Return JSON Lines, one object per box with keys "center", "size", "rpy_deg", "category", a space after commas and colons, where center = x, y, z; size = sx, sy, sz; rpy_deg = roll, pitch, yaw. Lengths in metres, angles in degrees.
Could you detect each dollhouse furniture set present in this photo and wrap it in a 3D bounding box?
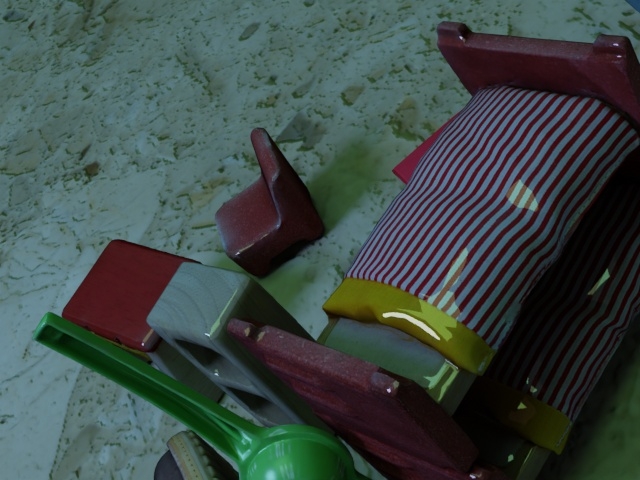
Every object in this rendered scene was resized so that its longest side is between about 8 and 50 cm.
{"center": [0.000, 0.000, 0.696], "size": [0.374, 0.152, 0.201], "rpy_deg": [13, 63, 47], "category": "dollhouse furniture set"}

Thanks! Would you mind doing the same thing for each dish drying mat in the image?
{"center": [0.085, -0.064, 0.802], "size": [0.083, 0.008, 0.032], "rpy_deg": [-40, 39, 1], "category": "dish drying mat"}

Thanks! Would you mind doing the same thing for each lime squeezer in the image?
{"center": [-0.006, 0.142, 0.582], "size": [0.110, 0.310, 0.059], "rpy_deg": [-28, -21, -45], "category": "lime squeezer"}

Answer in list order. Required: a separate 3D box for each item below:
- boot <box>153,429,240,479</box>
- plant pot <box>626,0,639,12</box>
{"center": [-0.095, 0.228, 0.610], "size": [0.207, 0.090, 0.248], "rpy_deg": [-36, 42, 4], "category": "boot"}
{"center": [0.217, -0.202, 0.635], "size": [0.165, 0.234, 0.165], "rpy_deg": [-51, 39, -12], "category": "plant pot"}
